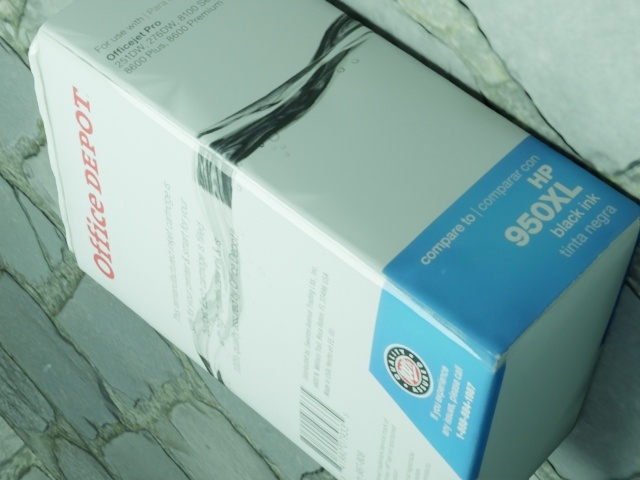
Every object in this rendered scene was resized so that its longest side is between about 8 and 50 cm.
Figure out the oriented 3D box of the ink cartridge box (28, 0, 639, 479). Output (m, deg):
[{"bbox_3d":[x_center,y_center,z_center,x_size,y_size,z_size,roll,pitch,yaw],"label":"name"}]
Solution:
[{"bbox_3d":[0.000,0.000,1.074,0.395,0.166,0.285,36,150,21],"label":"ink cartridge box"}]
